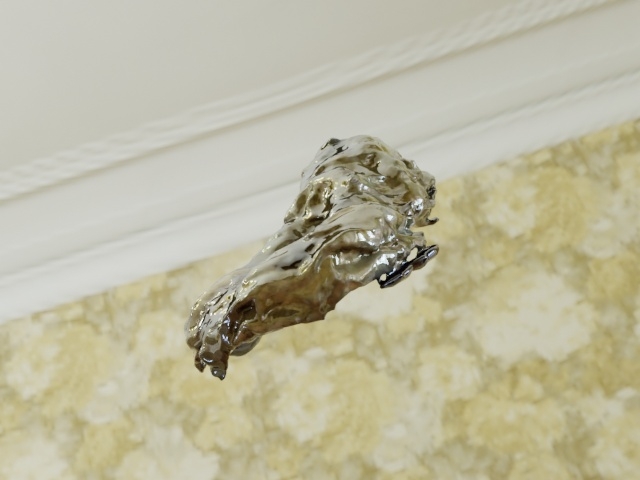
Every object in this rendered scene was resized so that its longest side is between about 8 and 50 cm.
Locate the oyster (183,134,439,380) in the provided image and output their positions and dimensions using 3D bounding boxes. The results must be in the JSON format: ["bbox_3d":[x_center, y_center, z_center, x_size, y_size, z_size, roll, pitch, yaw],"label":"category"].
[{"bbox_3d":[0.002,-0.002,0.731,0.129,0.345,0.078,-39,-87,14],"label":"oyster"}]
